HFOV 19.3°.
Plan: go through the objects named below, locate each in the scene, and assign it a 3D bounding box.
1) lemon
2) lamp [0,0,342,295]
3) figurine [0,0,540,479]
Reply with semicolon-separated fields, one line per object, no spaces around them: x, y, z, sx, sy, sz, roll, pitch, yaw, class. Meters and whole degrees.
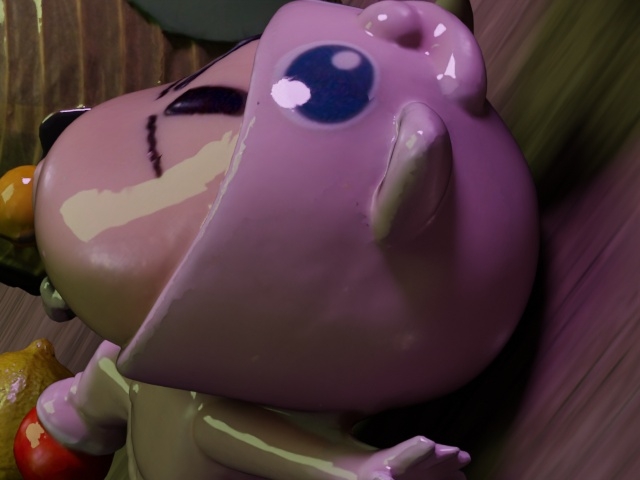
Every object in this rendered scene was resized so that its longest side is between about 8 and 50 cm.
-0.186;0.114;1.170;0.110;0.082;0.082;-66;17;-7;lemon
-0.126;-0.091;0.932;0.250;0.284;0.250;179;90;-65;lamp
-0.038;0.036;0.683;0.176;0.186;0.287;-81;15;-52;figurine
